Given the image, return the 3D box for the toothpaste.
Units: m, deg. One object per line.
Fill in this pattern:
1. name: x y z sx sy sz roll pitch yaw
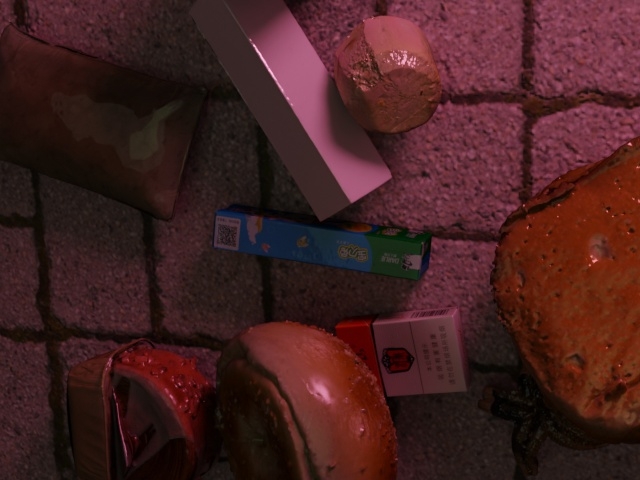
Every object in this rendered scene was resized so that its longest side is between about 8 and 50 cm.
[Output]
1. toothpaste: 0.000 0.000 1.148 0.267 0.065 0.050 9 102 16

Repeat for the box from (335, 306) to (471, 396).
1. box: 0.103 0.140 1.157 0.152 0.048 0.100 -8 99 18

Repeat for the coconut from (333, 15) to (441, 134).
1. coconut: 0.075 -0.192 1.054 0.116 0.122 0.116 -6 132 -7

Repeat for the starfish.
1. starfish: 0.288 0.196 1.102 0.190 0.074 0.146 -41 82 19

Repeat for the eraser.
1. eraser: -0.036 -0.173 1.097 0.298 0.078 0.076 58 146 -1

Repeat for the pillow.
1. pillow: -0.303 -0.154 1.201 0.303 0.075 0.184 20 106 11

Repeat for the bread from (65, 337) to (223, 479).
1. bread: -0.237 0.249 1.237 0.212 0.142 0.224 4 103 30

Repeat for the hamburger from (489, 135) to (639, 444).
1. hamburger: 0.341 0.045 0.978 0.305 0.174 0.284 -27 80 10

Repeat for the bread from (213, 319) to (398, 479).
1. bread: -0.017 0.230 1.117 0.305 0.159 0.305 39 139 45
